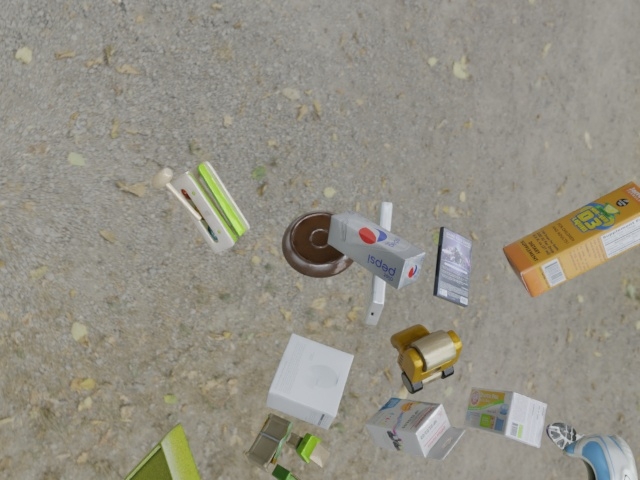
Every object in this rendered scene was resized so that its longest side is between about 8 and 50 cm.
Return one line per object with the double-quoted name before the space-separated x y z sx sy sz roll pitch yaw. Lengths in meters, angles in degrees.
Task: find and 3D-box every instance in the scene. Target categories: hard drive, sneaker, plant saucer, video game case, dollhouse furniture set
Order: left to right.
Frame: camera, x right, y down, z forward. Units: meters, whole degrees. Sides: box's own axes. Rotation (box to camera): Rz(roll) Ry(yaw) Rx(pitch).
"plant saucer" -0.333 0.512 1.012 0.188 0.188 0.045 -47 141 12
"dollhouse furniture set" -0.121 0.814 1.873 0.151 0.301 0.197 48 61 -27
"plant saucer" 0.000 0.000 1.939 0.310 0.310 0.050 -48 161 -23
"hard drive" 0.193 0.080 1.644 0.047 0.233 0.353 8 64 4
"video game case" 0.521 0.105 1.917 0.196 0.026 0.274 22 69 -35
"sneaker" 0.637 0.524 1.288 0.170 0.071 0.068 34 62 -28
"sneaker" 0.364 0.364 0.600 0.085 0.086 0.237 42 37 -61

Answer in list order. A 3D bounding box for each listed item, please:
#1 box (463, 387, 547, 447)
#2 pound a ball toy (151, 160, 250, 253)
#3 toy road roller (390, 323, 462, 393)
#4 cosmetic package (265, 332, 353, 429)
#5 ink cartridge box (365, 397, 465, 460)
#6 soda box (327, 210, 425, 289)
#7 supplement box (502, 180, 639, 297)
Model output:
"box" 0.489 0.468 1.316 0.103 0.203 0.114 22 72 -8
"pound a ball toy" -0.397 -0.103 1.576 0.319 0.135 0.208 58 33 -17
"toy road roller" 0.391 0.426 1.932 0.202 0.240 0.329 -21 145 -14
"cosmetic package" -0.036 0.465 1.631 0.224 0.138 0.224 21 50 4
"ink cartridge box" 0.199 0.395 1.044 0.104 0.181 0.061 -30 101 -40
"soda box" 0.149 0.019 1.381 0.091 0.286 0.098 -16 127 -39
"supplement box" 0.436 -0.001 0.822 0.233 0.078 0.080 -29 125 12
